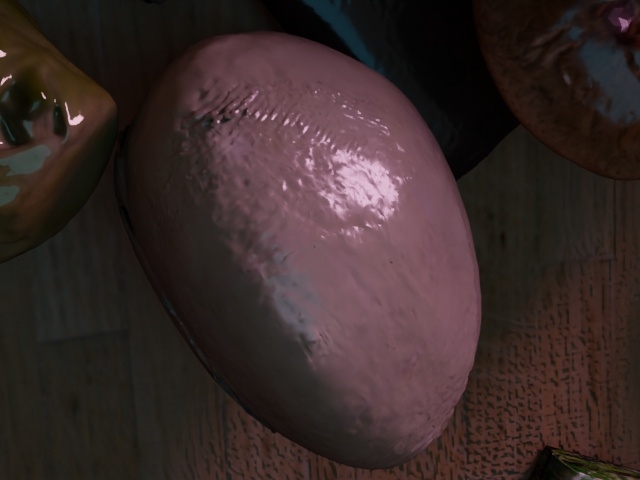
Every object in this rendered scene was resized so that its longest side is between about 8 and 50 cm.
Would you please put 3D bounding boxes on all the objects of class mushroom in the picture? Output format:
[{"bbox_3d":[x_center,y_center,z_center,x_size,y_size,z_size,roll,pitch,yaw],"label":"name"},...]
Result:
[{"bbox_3d":[0.232,-0.152,1.211,0.278,0.146,0.278,4,76,-17],"label":"mushroom"}]

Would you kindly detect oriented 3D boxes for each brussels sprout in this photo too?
[{"bbox_3d":[-0.258,-0.074,1.064,0.271,0.219,0.210,18,102,5],"label":"brussels sprout"}]

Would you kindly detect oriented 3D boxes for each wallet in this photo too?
[{"bbox_3d":[0.067,-0.163,1.245,0.182,0.049,0.229,-43,113,-8],"label":"wallet"}]

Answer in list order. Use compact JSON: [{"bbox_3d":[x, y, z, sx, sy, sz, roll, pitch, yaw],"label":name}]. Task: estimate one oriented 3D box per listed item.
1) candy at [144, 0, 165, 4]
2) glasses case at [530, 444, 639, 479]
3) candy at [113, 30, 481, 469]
[{"bbox_3d":[-0.185,-0.256,1.127,0.292,0.059,0.086,36,91,-25],"label":"candy"},{"bbox_3d":[0.171,0.300,1.409,0.095,0.062,0.272,17,100,-22],"label":"glasses case"},{"bbox_3d":[0.000,0.000,1.104,0.185,0.295,0.295,-32,114,11],"label":"candy"}]
